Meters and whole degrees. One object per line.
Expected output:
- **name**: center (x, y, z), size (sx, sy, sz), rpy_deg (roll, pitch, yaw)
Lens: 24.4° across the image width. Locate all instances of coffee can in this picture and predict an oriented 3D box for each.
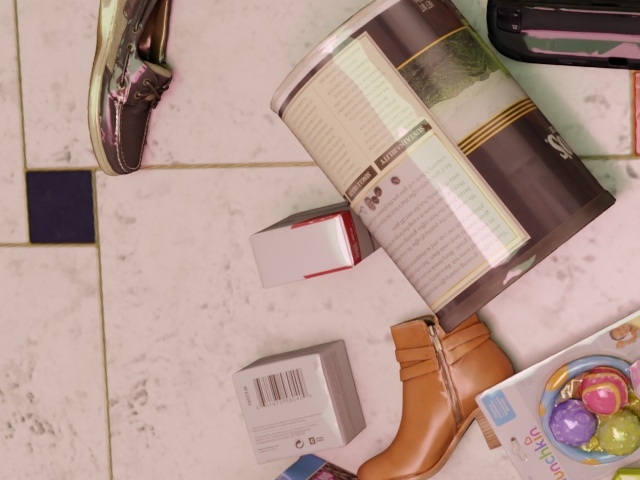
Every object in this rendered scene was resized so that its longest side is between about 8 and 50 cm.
- **coffee can**: center (0.113, -0.080, 1.394), size (0.201, 0.201, 0.275), rpy_deg (-40, 84, 17)

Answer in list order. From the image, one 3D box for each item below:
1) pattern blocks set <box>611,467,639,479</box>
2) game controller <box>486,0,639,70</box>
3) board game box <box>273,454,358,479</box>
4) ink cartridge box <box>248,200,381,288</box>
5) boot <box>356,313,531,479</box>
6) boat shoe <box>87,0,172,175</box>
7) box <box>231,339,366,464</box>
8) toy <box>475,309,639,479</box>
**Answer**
- **pattern blocks set**: center (0.403, 0.307, 1.423), size (0.285, 0.026, 0.325), rpy_deg (21, 108, 6)
- **game controller**: center (0.316, -0.244, 1.395), size (0.319, 0.067, 0.166), rpy_deg (6, 84, 16)
- **board game box**: center (0.054, 0.355, 1.450), size (0.291, 0.232, 0.141), rpy_deg (24, 103, 14)
- **ink cartridge box**: center (0.000, 0.000, 1.474), size (0.099, 0.135, 0.056), rpy_deg (-14, 96, 19)
- **boot**: center (0.101, 0.157, 1.498), size (0.197, 0.073, 0.152), rpy_deg (-26, 90, 6)
- **boat shoe**: center (-0.191, -0.177, 1.541), size (0.073, 0.080, 0.224), rpy_deg (5, 94, 22)
- **box**: center (-0.021, 0.166, 1.525), size (0.101, 0.087, 0.102), rpy_deg (-15, 93, 18)
- **toy**: center (0.286, 0.158, 1.424), size (0.237, 0.056, 0.137), rpy_deg (-30, 98, 6)
